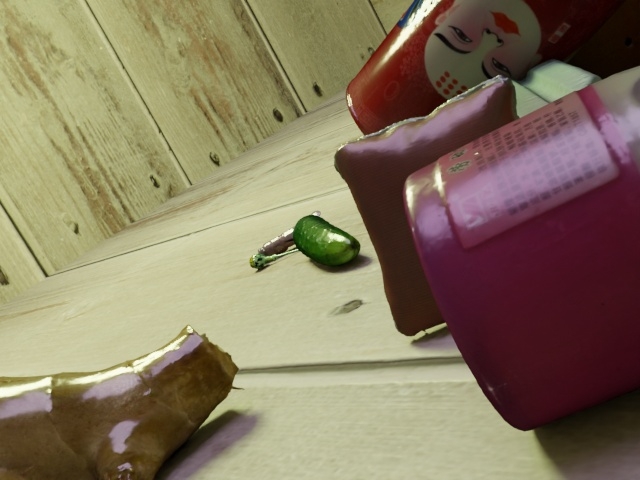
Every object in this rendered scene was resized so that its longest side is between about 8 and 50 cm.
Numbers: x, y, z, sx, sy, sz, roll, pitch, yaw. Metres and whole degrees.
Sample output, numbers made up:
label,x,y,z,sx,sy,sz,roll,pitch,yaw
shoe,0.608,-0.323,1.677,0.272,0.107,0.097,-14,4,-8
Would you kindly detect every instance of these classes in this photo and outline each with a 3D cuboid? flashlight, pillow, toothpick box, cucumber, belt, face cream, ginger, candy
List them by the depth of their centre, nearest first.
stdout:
label,x,y,z,sx,sy,sz,roll,pitch,yaw
face cream,0.170,-0.002,0.556,0.194,0.175,0.175,-27,12,16
pillow,0.112,-0.025,0.795,0.171,0.179,0.075,-21,-2,22
ginger,-0.265,0.181,0.822,0.375,0.166,0.236,-22,12,11
toothpick box,0.205,-0.254,1.194,0.333,0.204,0.204,-50,-2,34
cucumber,0.000,0.000,1.242,0.056,0.056,0.250,-30,14,-8
belt,0.412,-0.297,1.367,0.338,0.122,0.217,-36,12,-30
candy,-0.066,0.024,1.384,0.083,0.025,0.023,-16,43,17
flashlight,-0.042,-0.003,1.405,0.110,0.031,0.052,-31,36,11

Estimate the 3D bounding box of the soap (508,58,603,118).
label,x,y,z,sx,sy,sz,roll,pitch,yaw
soap,0.202,-0.085,0.970,0.208,0.115,0.347,-26,12,9
